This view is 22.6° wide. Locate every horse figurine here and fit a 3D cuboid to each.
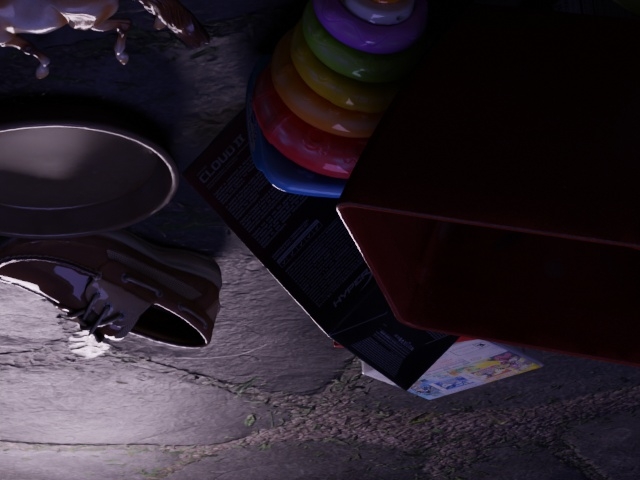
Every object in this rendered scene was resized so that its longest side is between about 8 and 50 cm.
[{"bbox_3d":[-0.236,-0.199,1.417,0.263,0.066,0.174,-7,162,10],"label":"horse figurine"}]

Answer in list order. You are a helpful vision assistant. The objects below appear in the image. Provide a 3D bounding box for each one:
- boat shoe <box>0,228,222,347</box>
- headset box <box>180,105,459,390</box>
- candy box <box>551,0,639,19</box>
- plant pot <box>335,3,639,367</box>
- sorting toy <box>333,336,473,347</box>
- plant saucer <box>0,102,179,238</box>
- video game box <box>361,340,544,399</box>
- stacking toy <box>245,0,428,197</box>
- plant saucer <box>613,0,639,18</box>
[{"bbox_3d":[-0.250,0.059,1.921,0.324,0.116,0.123,13,150,-35],"label":"boat shoe"},{"bbox_3d":[0.000,0.000,1.682,0.110,0.293,0.218,-45,150,3],"label":"headset box"},{"bbox_3d":[0.383,-0.231,1.441,0.183,0.087,0.316,14,149,-32],"label":"candy box"},{"bbox_3d":[0.198,-0.059,1.417,0.267,0.236,0.267,9,158,20],"label":"plant pot"},{"bbox_3d":[0.110,0.067,2.048,0.255,0.089,0.257,-8,156,7],"label":"sorting toy"},{"bbox_3d":[-0.290,-0.074,1.712,0.278,0.041,0.278,-5,155,-2],"label":"plant saucer"},{"bbox_3d":[0.195,0.172,2.351,0.205,0.048,0.187,-20,150,30],"label":"video game box"},{"bbox_3d":[0.041,-0.185,1.431,0.166,0.175,0.302,3,143,-15],"label":"stacking toy"},{"bbox_3d":[0.312,-0.271,1.287,0.241,0.037,0.241,17,139,15],"label":"plant saucer"}]
